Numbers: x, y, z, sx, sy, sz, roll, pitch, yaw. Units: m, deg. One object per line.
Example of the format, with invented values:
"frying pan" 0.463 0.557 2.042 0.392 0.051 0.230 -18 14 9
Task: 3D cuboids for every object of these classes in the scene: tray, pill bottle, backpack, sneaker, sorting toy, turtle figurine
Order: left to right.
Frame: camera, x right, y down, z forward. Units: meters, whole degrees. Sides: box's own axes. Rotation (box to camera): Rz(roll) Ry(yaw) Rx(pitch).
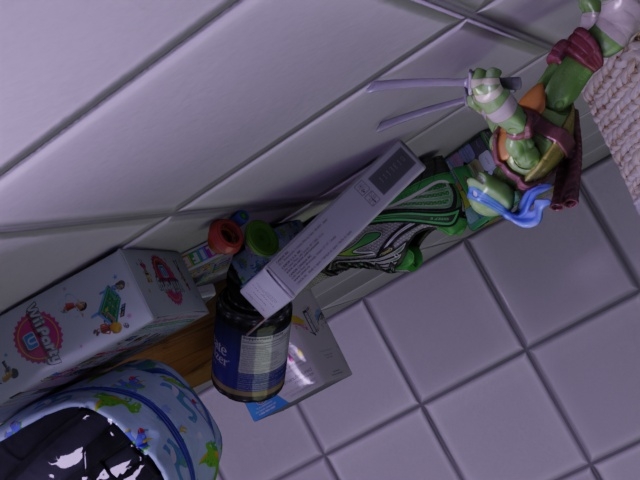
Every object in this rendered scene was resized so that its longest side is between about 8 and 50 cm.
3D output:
"backpack" -0.291 0.306 1.440 0.273 0.290 0.355 -32 171 -47
"tray" -0.304 0.210 1.857 0.411 0.076 0.203 -23 151 -37
"sorting toy" -0.105 -0.003 1.450 0.102 0.061 0.042 9 149 -39
"pill bottle" -0.108 0.139 1.817 0.123 0.123 0.219 -22 132 -38
"backpack" -0.064 0.025 1.685 0.114 0.084 0.105 -37 172 32
"sneaker" 0.073 0.005 1.813 0.343 0.146 0.134 -30 172 18
"turtle figurine" 0.202 -0.179 1.234 0.266 0.275 0.198 -48 149 0

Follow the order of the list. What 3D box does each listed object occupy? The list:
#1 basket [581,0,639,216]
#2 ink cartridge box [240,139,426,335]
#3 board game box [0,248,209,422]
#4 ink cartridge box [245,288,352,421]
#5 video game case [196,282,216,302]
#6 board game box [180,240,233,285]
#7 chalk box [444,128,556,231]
"basket" 0.551 -0.224 1.556 0.331 0.266 0.328 -29 172 -1
"ink cartridge box" 0.000 0.000 1.572 0.275 0.060 0.239 -44 -178 -25
"board game box" -0.314 0.123 1.405 0.303 0.097 0.224 -28 173 9
"ink cartridge box" -0.083 0.202 2.218 0.171 0.232 0.168 -31 170 18
"video game case" -0.259 0.110 1.636 0.173 0.022 0.190 -12 168 -28
"board game box" -0.175 0.039 1.594 0.103 0.026 0.154 -27 172 -13
"chalk box" 0.292 -0.109 1.898 0.213 0.132 0.132 -20 169 -40
